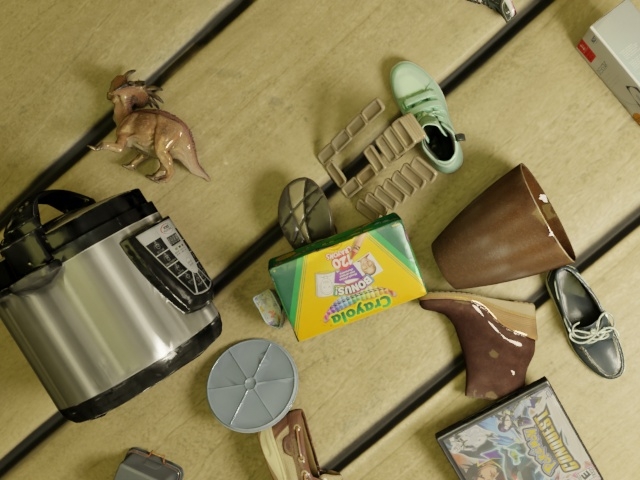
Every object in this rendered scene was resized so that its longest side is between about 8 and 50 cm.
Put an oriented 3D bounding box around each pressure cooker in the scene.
[{"bbox_3d":[-0.437,0.092,1.615,0.376,0.370,0.420,-33,96,-33],"label":"pressure cooker"}]

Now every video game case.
[{"bbox_3d":[0.402,0.445,1.660,0.248,0.035,0.274,-30,98,7],"label":"video game case"}]

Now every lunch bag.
[{"bbox_3d":[-0.099,0.145,1.744,0.053,0.071,0.083,-27,83,3],"label":"lunch bag"}]

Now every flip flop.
[{"bbox_3d":[0.000,0.000,1.735,0.112,0.080,0.277,-28,101,7],"label":"flip flop"}]

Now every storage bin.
[{"bbox_3d":[-0.369,0.500,1.766,0.135,0.091,0.098,22,92,7],"label":"storage bin"}]

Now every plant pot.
[{"bbox_3d":[0.342,-0.002,1.635,0.230,0.215,0.215,-29,85,21],"label":"plant pot"}]

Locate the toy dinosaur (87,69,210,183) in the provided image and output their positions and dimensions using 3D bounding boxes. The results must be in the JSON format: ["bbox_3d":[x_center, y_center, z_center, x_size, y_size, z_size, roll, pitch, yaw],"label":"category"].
[{"bbox_3d":[-0.351,-0.237,1.764,0.296,0.127,0.200,25,86,2],"label":"toy dinosaur"}]

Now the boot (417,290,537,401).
[{"bbox_3d":[0.306,0.211,1.676,0.249,0.090,0.206,9,88,4],"label":"boot"}]

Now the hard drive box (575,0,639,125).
[{"bbox_3d":[0.608,-0.327,1.599,0.089,0.181,0.232,-38,84,7],"label":"hard drive box"}]

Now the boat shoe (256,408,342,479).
[{"bbox_3d":[-0.011,0.509,1.705,0.123,0.123,0.341,-25,80,8],"label":"boat shoe"}]

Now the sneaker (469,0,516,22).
[{"bbox_3d":[0.328,-0.508,1.705,0.077,0.072,0.178,-38,76,18],"label":"sneaker"}]

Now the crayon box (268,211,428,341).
[{"bbox_3d":[0.053,0.072,1.670,0.279,0.081,0.165,-21,104,1],"label":"crayon box"}]

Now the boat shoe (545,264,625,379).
[{"bbox_3d":[0.529,0.161,1.652,0.095,0.079,0.254,-23,86,7],"label":"boat shoe"}]

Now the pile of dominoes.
[{"bbox_3d":[0.119,-0.158,1.675,0.040,0.251,0.196,-32,86,-39],"label":"pile of dominoes"}]

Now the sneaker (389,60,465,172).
[{"bbox_3d":[0.213,-0.259,1.667,0.094,0.151,0.255,-28,84,8],"label":"sneaker"}]

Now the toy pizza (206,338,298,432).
[{"bbox_3d":[-0.141,0.303,1.742,0.201,0.032,0.201,-6,63,13],"label":"toy pizza"}]
